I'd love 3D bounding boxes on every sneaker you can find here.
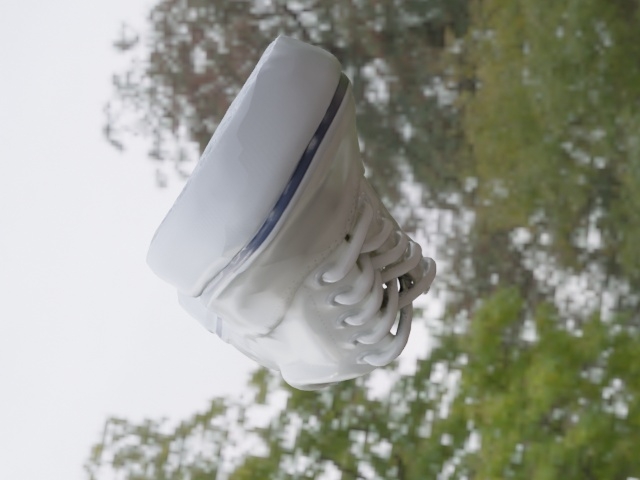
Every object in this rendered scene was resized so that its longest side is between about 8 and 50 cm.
[{"bbox_3d":[0.000,0.000,0.540,0.094,0.091,0.258,-60,-4,-9],"label":"sneaker"}]
